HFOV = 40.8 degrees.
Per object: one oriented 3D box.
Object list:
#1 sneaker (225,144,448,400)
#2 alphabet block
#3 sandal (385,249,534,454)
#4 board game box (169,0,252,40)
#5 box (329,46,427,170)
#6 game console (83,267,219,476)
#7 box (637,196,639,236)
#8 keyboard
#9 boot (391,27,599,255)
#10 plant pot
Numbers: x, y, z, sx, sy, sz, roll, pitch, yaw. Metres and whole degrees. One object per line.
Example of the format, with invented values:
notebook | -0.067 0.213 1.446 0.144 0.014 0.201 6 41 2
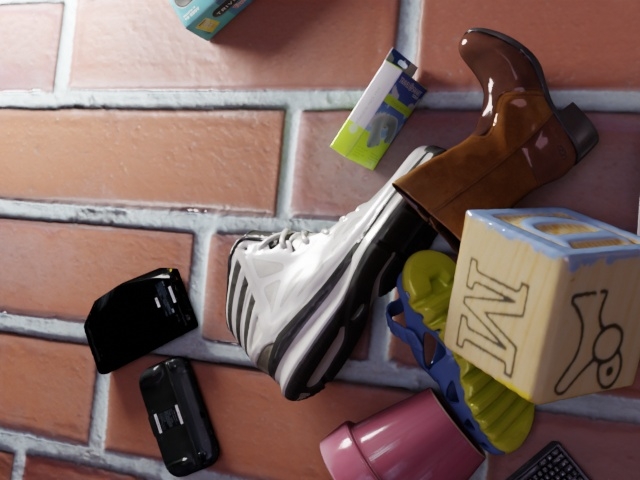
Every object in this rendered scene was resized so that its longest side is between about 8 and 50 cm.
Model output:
sneaker | -0.001 0.000 1.343 0.257 0.169 0.447 38 95 28
alphabet block | 0.301 0.076 1.131 0.193 0.193 0.197 34 120 55
sandal | 0.200 0.171 1.279 0.317 0.126 0.138 62 146 9
board game box | -0.206 -0.570 1.534 0.254 0.079 0.336 -37 72 17
box | 0.097 -0.202 1.348 0.042 0.109 0.178 38 101 26
game console | -0.289 0.239 1.520 0.213 0.044 0.361 -28 74 21
box | 0.494 -0.075 1.160 0.114 0.103 0.203 4 87 25
keyboard | 0.309 0.386 1.247 0.180 0.023 0.108 -45 70 15
boot | 0.214 -0.147 1.241 0.280 0.096 0.264 -37 84 -13
plant pot | 0.130 0.318 1.248 0.180 0.201 0.201 -39 71 4
